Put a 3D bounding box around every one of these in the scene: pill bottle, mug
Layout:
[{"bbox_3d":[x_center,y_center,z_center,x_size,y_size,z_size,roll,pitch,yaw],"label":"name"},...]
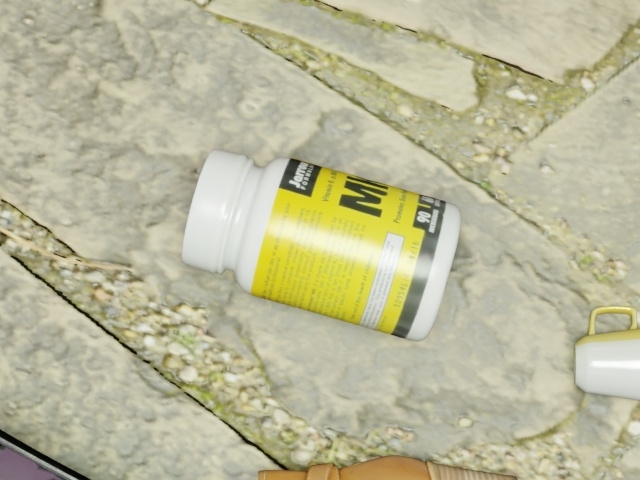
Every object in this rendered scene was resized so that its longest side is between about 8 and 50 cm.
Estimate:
[{"bbox_3d":[0.000,0.000,0.997,0.208,0.119,0.119,16,86,0],"label":"pill bottle"},{"bbox_3d":[0.245,0.100,1.030,0.064,0.078,0.062,-1,119,9],"label":"mug"}]

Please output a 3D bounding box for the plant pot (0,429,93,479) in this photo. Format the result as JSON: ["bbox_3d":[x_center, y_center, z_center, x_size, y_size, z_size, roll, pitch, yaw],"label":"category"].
[{"bbox_3d":[-0.246,0.243,0.958,0.187,0.167,0.188,28,87,1],"label":"plant pot"}]

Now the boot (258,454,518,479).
[{"bbox_3d":[0.047,0.315,0.980,0.220,0.109,0.284,2,84,-1],"label":"boot"}]
